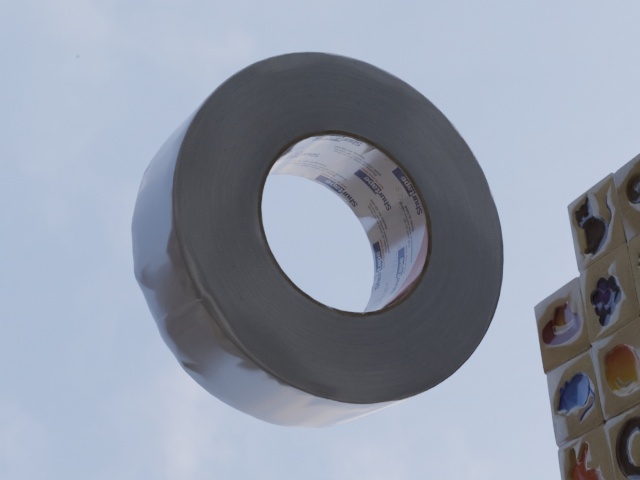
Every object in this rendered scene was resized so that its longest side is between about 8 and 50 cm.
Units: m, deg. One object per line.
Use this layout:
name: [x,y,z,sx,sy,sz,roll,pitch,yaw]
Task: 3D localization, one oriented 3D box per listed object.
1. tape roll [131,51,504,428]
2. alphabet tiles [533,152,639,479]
tape roll: [0.000,0.000,0.993,0.219,0.072,0.219,10,-112,-24]
alphabet tiles: [0.240,0.090,1.082,0.011,0.285,0.342,9,-120,-27]
